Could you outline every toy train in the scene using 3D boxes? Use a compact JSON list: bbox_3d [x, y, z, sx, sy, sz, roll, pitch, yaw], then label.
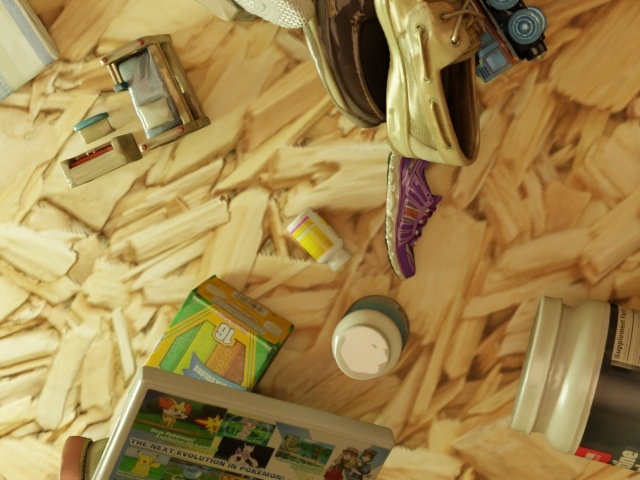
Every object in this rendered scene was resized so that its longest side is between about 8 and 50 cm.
[{"bbox_3d":[0.198,-0.284,1.798,0.105,0.080,0.184,-32,93,18],"label":"toy train"}]

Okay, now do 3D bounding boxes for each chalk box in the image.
[{"bbox_3d":[-0.150,0.173,1.891,0.132,0.132,0.213,32,102,3],"label":"chalk box"}]

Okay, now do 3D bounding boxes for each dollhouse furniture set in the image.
[{"bbox_3d":[-0.258,-0.160,1.860,0.183,0.129,0.129,-24,94,12],"label":"dollhouse furniture set"}]

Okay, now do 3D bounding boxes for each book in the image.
[{"bbox_3d":[-0.129,-0.302,1.811,0.096,0.144,0.035,39,102,1],"label":"book"}]

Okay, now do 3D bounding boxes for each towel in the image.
[{"bbox_3d":[-0.499,-0.249,1.935,0.285,0.034,0.209,-33,94,14],"label":"towel"}]

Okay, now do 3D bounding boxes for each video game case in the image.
[{"bbox_3d":[-0.115,0.312,1.853,0.329,0.036,0.300,17,121,-16],"label":"video game case"}]

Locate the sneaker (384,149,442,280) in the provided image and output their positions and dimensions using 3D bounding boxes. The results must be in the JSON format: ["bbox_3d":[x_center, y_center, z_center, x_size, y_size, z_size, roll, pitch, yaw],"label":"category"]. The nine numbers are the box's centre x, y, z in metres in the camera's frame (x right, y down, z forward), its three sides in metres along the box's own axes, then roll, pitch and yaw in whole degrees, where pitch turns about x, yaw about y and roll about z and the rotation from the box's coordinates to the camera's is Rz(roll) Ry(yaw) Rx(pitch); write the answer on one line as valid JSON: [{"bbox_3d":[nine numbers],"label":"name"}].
[{"bbox_3d":[0.115,-0.033,1.854,0.071,0.068,0.170,3,98,3],"label":"sneaker"}]

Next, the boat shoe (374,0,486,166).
[{"bbox_3d":[0.141,-0.247,1.728,0.110,0.121,0.341,17,130,31],"label":"boat shoe"}]

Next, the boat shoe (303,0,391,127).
[{"bbox_3d":[0.050,-0.313,1.778,0.130,0.132,0.355,-9,98,24],"label":"boat shoe"}]

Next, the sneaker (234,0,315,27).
[{"bbox_3d":[-0.081,-0.376,1.725,0.268,0.101,0.153,41,73,4],"label":"sneaker"}]

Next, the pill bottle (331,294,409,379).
[{"bbox_3d":[0.061,0.122,1.836,0.087,0.160,0.087,1,98,9],"label":"pill bottle"}]

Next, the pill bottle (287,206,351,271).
[{"bbox_3d":[0.000,0.000,1.887,0.043,0.043,0.083,-44,89,12],"label":"pill bottle"}]

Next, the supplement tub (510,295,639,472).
[{"bbox_3d":[0.379,0.179,1.779,0.272,0.191,0.191,14,100,7],"label":"supplement tub"}]

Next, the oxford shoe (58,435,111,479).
[{"bbox_3d":[-0.269,0.430,1.956,0.130,0.123,0.348,-2,99,4],"label":"oxford shoe"}]
